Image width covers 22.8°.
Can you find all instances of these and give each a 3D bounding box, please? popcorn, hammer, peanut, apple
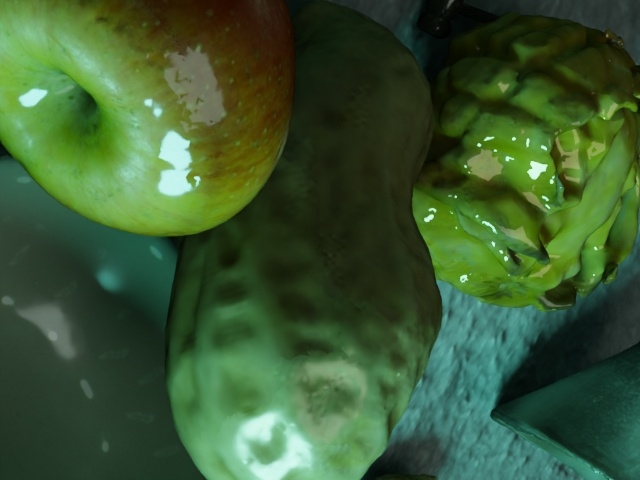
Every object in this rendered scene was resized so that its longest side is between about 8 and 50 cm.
[{"bbox_3d":[0.159,-0.061,1.262,0.250,0.190,0.250,-18,130,-23],"label":"popcorn"},{"bbox_3d":[0.188,-0.173,1.347,0.292,0.029,0.058,10,111,-46],"label":"hammer"},{"bbox_3d":[0.000,0.000,1.096,0.192,0.169,0.387,22,58,-25],"label":"peanut"},{"bbox_3d":[-0.113,-0.121,0.971,0.173,0.210,0.235,-48,124,-42],"label":"apple"}]

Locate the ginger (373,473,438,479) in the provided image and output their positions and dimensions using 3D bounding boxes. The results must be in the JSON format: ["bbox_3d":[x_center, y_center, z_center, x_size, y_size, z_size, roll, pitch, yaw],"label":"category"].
[{"bbox_3d":[0.076,0.271,1.501,0.096,0.067,0.165,-34,141,-19],"label":"ginger"}]

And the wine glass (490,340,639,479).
[{"bbox_3d":[0.378,0.073,1.511,0.267,0.267,0.406,35,87,-47],"label":"wine glass"}]

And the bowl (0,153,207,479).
[{"bbox_3d":[-0.200,0.123,1.055,0.157,0.337,0.337,-26,147,29],"label":"bowl"}]
